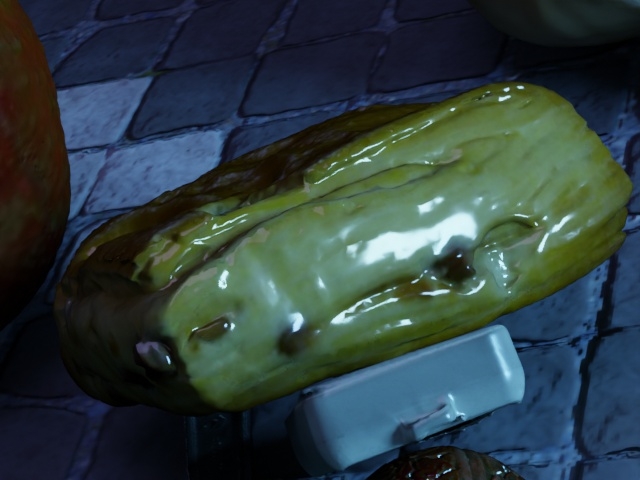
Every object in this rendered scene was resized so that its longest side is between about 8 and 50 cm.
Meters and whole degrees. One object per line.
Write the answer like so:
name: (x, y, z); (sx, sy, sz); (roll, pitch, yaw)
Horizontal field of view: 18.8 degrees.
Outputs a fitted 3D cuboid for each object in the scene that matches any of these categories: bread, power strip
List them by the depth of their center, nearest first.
power strip: (0.031, 0.069, 0.781); (0.081, 0.035, 0.192); (-20, -7, -6)
bread: (0.000, 0.000, 0.864); (0.235, 0.099, 0.210); (-21, 5, -19)

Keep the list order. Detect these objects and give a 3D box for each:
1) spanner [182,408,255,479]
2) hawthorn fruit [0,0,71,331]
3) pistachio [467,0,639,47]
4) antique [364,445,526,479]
spanner: (-0.040, 0.118, 0.855); (0.093, 0.026, 0.325); (-18, 31, 6)
hawthorn fruit: (-0.277, -0.043, 1.035); (0.275, 0.275, 0.299); (-34, 19, -18)
pistachio: (0.168, -0.230, 1.093); (0.230, 0.230, 0.309); (-7, 32, 23)
antique: (0.047, 0.126, 0.720); (0.104, 0.104, 0.104); (-16, 32, 10)
